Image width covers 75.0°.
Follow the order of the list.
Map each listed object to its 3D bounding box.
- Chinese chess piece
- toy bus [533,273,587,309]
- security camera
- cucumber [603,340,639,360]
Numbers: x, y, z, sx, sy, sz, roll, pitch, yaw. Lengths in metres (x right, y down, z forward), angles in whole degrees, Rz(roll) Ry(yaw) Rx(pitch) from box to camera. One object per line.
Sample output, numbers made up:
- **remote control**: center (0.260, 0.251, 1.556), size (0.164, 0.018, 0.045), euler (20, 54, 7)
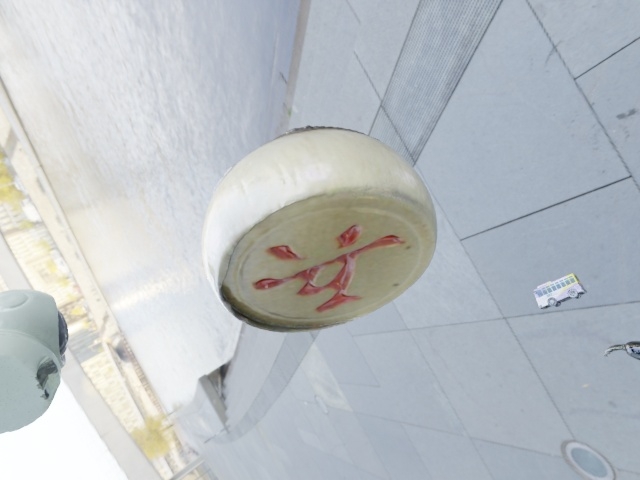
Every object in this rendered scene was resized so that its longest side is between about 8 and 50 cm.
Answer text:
- **Chinese chess piece**: center (0.000, 0.000, 0.455), size (0.249, 0.250, 0.103), euler (97, 160, -48)
- **toy bus**: center (0.559, 0.121, 0.982), size (0.102, 0.052, 0.058), euler (-34, 58, 32)
- **security camera**: center (-0.558, 0.195, 0.748), size (0.236, 0.195, 0.194), euler (-125, 21, -57)
- **cucumber**: center (0.390, 0.128, 0.427), size (0.163, 0.039, 0.043), euler (16, 116, 40)
